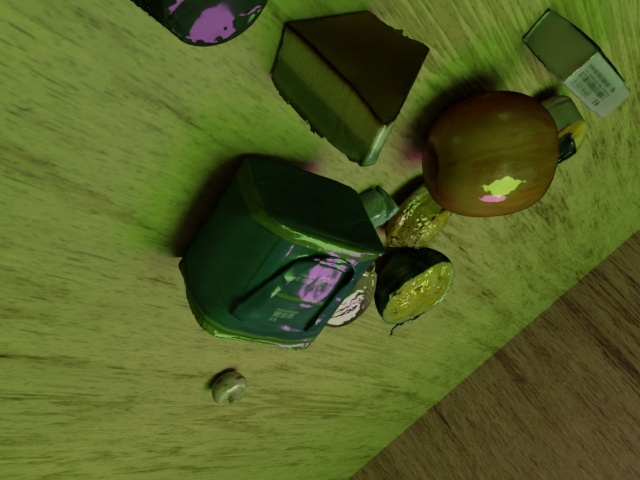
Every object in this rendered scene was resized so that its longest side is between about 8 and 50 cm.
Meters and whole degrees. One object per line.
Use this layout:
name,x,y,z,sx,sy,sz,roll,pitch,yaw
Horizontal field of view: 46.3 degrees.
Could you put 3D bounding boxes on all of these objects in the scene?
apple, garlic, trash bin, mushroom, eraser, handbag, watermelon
apple,0.301,-0.156,1.384,0.241,0.242,0.242,-9,143,-23
garlic,0.061,0.110,1.644,0.198,0.090,0.128,-35,141,4
trash bin,-0.131,-0.280,0.717,0.175,0.161,0.175,-29,150,-19
mushroom,-0.204,0.335,1.686,0.083,0.067,0.083,-24,155,-12
eraser,0.497,-0.331,1.435,0.086,0.130,0.287,-46,153,21
handbag,-0.064,0.024,1.188,0.263,0.222,0.241,12,125,-34
watermelon,0.204,0.096,1.740,0.204,0.127,0.232,-35,151,-7

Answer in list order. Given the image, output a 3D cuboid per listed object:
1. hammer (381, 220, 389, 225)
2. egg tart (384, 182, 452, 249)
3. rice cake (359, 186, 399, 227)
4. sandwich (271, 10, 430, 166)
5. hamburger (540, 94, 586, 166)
hammer,0.068,0.012,1.570,0.195,0.028,0.060,-42,160,15
egg tart,0.214,-0.047,1.570,0.191,0.074,0.191,-38,159,-18
rice cake,0.000,0.000,1.416,0.336,0.066,0.063,-31,161,-13
sandwich,0.070,-0.205,1.010,0.186,0.220,0.108,-18,146,-34
hamburger,0.465,-0.215,1.604,0.210,0.116,0.173,-38,145,8
